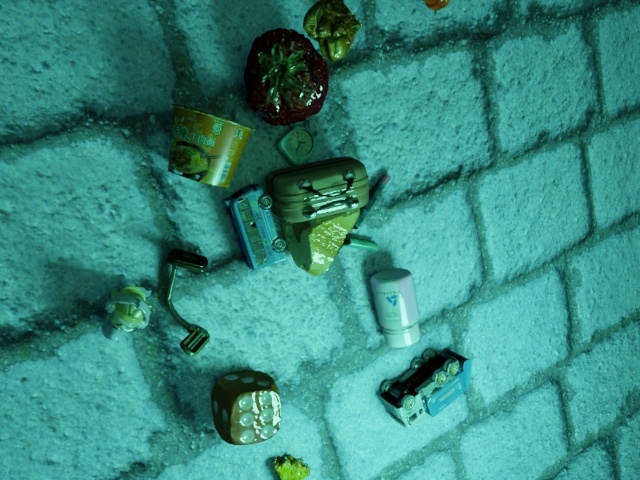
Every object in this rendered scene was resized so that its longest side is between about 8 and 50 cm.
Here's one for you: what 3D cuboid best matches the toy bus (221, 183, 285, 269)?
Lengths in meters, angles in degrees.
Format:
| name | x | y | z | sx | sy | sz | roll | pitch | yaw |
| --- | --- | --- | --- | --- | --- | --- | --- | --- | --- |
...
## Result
| name | x | y | z | sx | sy | sz | roll | pitch | yaw |
| --- | --- | --- | --- | --- | --- | --- | --- | --- | --- |
| toy bus | -0.199 | -0.041 | 1.532 | 0.134 | 0.113 | 0.246 | -21 | 107 | -17 |

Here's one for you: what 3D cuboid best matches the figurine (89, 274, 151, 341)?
| name | x | y | z | sx | sy | sz | roll | pitch | yaw |
| --- | --- | --- | --- | --- | --- | --- | --- | --- | --- |
| figurine | -0.527 | 0.186 | 1.366 | 0.128 | 0.184 | 0.208 | 36 | 37 | -27 |

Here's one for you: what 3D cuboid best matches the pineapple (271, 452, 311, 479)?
| name | x | y | z | sx | sy | sz | roll | pitch | yaw |
| --- | --- | --- | --- | --- | --- | --- | --- | --- | --- |
| pineapple | -0.109 | 0.779 | 1.707 | 0.137 | 0.069 | 0.116 | 22 | 91 | -18 |

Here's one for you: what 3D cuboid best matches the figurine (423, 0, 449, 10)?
| name | x | y | z | sx | sy | sz | roll | pitch | yaw |
| --- | --- | --- | --- | --- | --- | --- | --- | --- | --- |
| figurine | 0.398 | -0.943 | 1.709 | 0.257 | 0.181 | 0.208 | -63 | 156 | -5 |

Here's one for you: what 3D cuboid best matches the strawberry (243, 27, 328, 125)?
| name | x | y | z | sx | sy | sz | roll | pitch | yaw |
| --- | --- | --- | --- | --- | --- | --- | --- | --- | --- |
| strawberry | -0.093 | -0.474 | 1.491 | 0.274 | 0.220 | 0.274 | 5 | 108 | 16 |

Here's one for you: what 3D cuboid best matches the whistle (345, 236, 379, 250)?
| name | x | y | z | sx | sy | sz | roll | pitch | yaw |
| --- | --- | --- | --- | --- | --- | --- | --- | --- | --- |
| whistle | 0.116 | 0.009 | 1.740 | 0.186 | 0.039 | 0.039 | 11 | 91 | -28 |

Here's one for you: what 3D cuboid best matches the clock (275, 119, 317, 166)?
| name | x | y | z | sx | sy | sz | roll | pitch | yaw |
| --- | --- | --- | --- | --- | --- | --- | --- | --- | --- |
| clock | -0.064 | -0.315 | 1.607 | 0.147 | 0.045 | 0.108 | -49 | 115 | -15 |

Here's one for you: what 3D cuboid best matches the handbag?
| name | x | y | z | sx | sy | sz | roll | pitch | yaw |
| --- | --- | --- | --- | --- | --- | --- | --- | --- | --- |
| handbag | 0.005 | -0.151 | 1.510 | 0.302 | 0.283 | 0.149 | -12 | 111 | -15 |

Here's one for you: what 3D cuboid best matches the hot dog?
| name | x | y | z | sx | sy | sz | roll | pitch | yaw |
| --- | --- | --- | --- | --- | --- | --- | --- | --- | --- |
| hot dog | 0.048 | -0.644 | 1.489 | 0.158 | 0.117 | 0.348 | 48 | 30 | -19 |

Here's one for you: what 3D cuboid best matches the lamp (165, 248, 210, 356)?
| name | x | y | z | sx | sy | sz | roll | pitch | yaw |
| --- | --- | --- | --- | --- | --- | --- | --- | --- | --- |
| lamp | -0.384 | 0.177 | 1.423 | 0.125 | 0.203 | 0.283 | 0 | 100 | -8 |

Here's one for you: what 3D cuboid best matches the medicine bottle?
| name | x | y | z | sx | sy | sz | roll | pitch | yaw |
| --- | --- | --- | --- | --- | --- | --- | --- | --- | --- |
| medicine bottle | 0.269 | 0.237 | 1.781 | 0.152 | 0.152 | 0.254 | -17 | 103 | -24 |

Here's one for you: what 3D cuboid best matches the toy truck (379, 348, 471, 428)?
| name | x | y | z | sx | sy | sz | roll | pitch | yaw |
| --- | --- | --- | --- | --- | --- | --- | --- | --- | --- |
| toy truck | 0.402 | 0.544 | 1.888 | 0.367 | 0.146 | 0.175 | -29 | 112 | -21 |

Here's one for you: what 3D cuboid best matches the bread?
| name | x | y | z | sx | sy | sz | roll | pitch | yaw |
| --- | --- | --- | --- | --- | --- | --- | --- | --- | --- |
| bread | 0.010 | 0.003 | 1.605 | 0.224 | 0.184 | 0.211 | -11 | 103 | -22 |

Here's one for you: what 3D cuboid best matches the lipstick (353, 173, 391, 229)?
| name | x | y | z | sx | sy | sz | roll | pitch | yaw |
| --- | --- | --- | --- | --- | --- | --- | --- | --- | --- |
| lipstick | 0.175 | -0.141 | 1.748 | 0.053 | 0.053 | 0.234 | 46 | 73 | -23 |

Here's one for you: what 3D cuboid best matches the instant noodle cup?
| name | x | y | z | sx | sy | sz | roll | pitch | yaw |
| --- | --- | --- | --- | --- | --- | --- | --- | --- | --- |
| instant noodle cup | -0.315 | -0.257 | 1.399 | 0.230 | 0.230 | 0.182 | 11 | 100 | -27 |

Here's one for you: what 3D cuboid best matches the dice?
| name | x | y | z | sx | sy | sz | roll | pitch | yaw |
| --- | --- | --- | --- | --- | --- | --- | --- | --- | --- |
| dice | -0.229 | 0.511 | 1.546 | 0.174 | 0.179 | 0.174 | 0 | 98 | -27 |
